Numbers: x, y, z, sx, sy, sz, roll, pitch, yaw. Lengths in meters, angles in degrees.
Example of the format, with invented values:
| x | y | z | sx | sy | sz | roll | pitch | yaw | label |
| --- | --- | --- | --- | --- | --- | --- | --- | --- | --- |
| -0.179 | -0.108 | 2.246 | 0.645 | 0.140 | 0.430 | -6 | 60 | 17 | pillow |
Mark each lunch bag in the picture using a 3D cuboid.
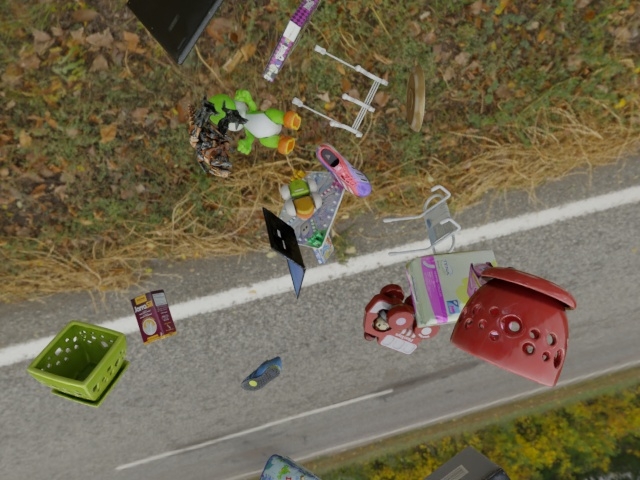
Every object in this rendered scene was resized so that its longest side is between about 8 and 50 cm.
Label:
| x | y | z | sx | sy | sz | roll | pitch | yaw | label |
| --- | --- | --- | --- | --- | --- | --- | --- | --- | --- |
| -0.111 | 0.878 | 1.438 | 0.219 | 0.176 | 0.090 | 22 | 161 | 23 | lunch bag |

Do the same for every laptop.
| x | y | z | sx | sy | sz | roll | pitch | yaw | label |
| --- | --- | --- | --- | --- | --- | --- | --- | --- | --- |
| -0.264 | -0.660 | 1.020 | 0.382 | 0.408 | 0.236 | -47 | 158 | 18 | laptop |
| -0.147 | 0.048 | 1.519 | 0.137 | 0.234 | 0.264 | -40 | 131 | 17 | laptop |

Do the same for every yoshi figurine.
| x | y | z | sx | sy | sz | roll | pitch | yaw | label |
| --- | --- | --- | --- | --- | --- | --- | --- | --- | --- |
| -0.273 | -0.447 | 1.525 | 0.363 | 0.203 | 0.203 | 20 | 155 | 9 | yoshi figurine |

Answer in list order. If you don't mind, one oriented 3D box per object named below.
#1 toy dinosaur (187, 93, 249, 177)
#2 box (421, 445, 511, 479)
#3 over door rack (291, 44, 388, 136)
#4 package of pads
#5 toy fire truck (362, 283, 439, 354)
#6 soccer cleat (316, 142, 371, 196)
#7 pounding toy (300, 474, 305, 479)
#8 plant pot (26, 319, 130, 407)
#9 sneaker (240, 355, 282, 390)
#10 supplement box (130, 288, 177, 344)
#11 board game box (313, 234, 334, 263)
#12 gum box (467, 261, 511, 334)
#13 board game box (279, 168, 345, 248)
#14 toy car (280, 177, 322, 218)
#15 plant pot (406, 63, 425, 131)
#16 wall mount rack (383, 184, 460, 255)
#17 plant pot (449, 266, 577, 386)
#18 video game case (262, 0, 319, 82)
| x | y | z | sx | sy | sz | roll | pitch | yaw | label |
| --- | --- | --- | --- | --- | --- | --- | --- | --- | --- |
| -0.385 | -0.362 | 1.391 | 0.218 | 0.322 | 0.164 | -51 | 171 | 29 | toy dinosaur |
| 0.397 | 0.668 | 0.908 | 0.179 | 0.312 | 0.343 | -34 | 160 | -4 | box |
| 0.063 | -0.575 | 1.588 | 0.324 | 0.108 | 0.239 | 29 | 110 | 5 | over door rack |
| 0.444 | 0.152 | 1.350 | 0.297 | 0.229 | 0.101 | -5 | 161 | -9 | package of pads |
| 0.302 | 0.332 | 1.631 | 0.302 | 0.169 | 0.253 | 22 | 117 | -20 | toy fire truck |
| 0.102 | -0.306 | 1.824 | 0.318 | 0.116 | 0.108 | 44 | 103 | -9 | soccer cleat |
| -0.104 | 0.728 | 1.108 | 0.094 | 0.181 | 0.206 | -12 | 131 | 26 | pounding toy |
| -0.841 | 0.453 | 1.470 | 0.228 | 0.227 | 0.207 | 13 | 131 | 8 | plant pot |
| -0.238 | 0.545 | 1.683 | 0.209 | 0.082 | 0.069 | -37 | 110 | 19 | sneaker |
| -0.652 | 0.298 | 1.604 | 0.104 | 0.188 | 0.081 | -22 | 174 | 15 | supplement box |
| 0.000 | 0.000 | 2.106 | 0.035 | 0.136 | 0.201 | -6 | 118 | 33 | board game box |
| 0.458 | 0.151 | 1.117 | 0.062 | 0.188 | 0.107 | -5 | 121 | 3 | gum box |
| -0.069 | -0.171 | 2.017 | 0.390 | 0.389 | 0.050 | 12 | 167 | 47 | board game box |
| -0.083 | -0.178 | 1.809 | 0.159 | 0.181 | 0.136 | -16 | 157 | -6 | toy car |
| 0.343 | -0.518 | 1.501 | 0.033 | 0.236 | 0.236 | -2 | 142 | 2 | plant pot |
| 0.428 | -0.067 | 1.741 | 0.131 | 0.349 | 0.304 | 30 | 130 | -28 | wall mount rack |
| 0.364 | 0.153 | 0.767 | 0.191 | 0.191 | 0.174 | 28 | 83 | -44 | plant pot |
| -0.082 | -0.619 | 1.231 | 0.042 | 0.232 | 0.210 | 30 | 144 | -13 | video game case |
